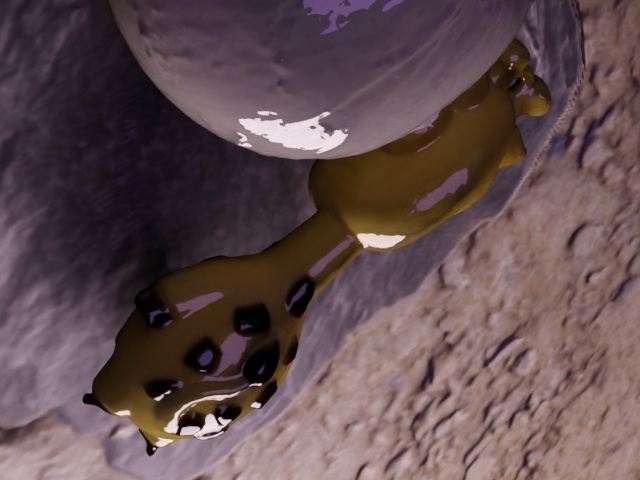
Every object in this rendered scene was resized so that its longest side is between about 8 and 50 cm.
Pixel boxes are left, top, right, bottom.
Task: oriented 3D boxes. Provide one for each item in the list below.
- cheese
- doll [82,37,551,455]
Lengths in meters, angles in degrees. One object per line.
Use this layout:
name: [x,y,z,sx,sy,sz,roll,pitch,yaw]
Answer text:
cheese: [0.001,-0.126,0.697,0.189,0.154,0.198,-34,137,-6]
doll: [-0.001,0.000,0.842,0.291,0.086,0.117,-43,143,0]
